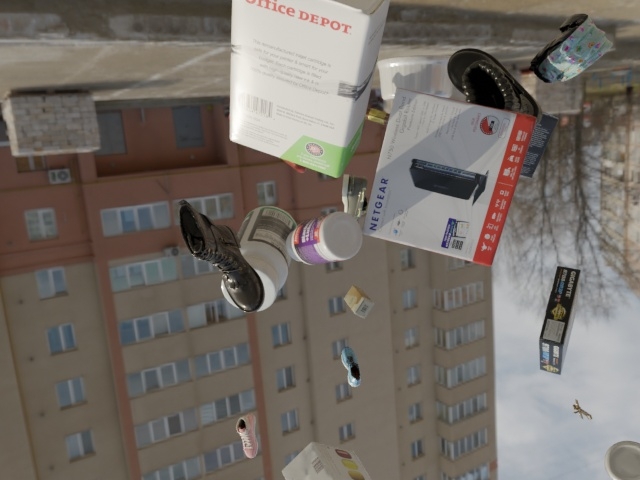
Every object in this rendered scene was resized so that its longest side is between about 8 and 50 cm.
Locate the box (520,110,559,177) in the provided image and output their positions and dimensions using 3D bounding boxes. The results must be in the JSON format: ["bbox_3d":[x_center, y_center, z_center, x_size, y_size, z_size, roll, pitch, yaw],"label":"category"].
[{"bbox_3d":[0.642,-0.327,1.817,0.108,0.207,0.153,11,-159,-15],"label":"box"}]

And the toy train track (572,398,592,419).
[{"bbox_3d":[0.607,0.401,1.319,0.014,0.048,0.083,-18,180,-1],"label":"toy train track"}]

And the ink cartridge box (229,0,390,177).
[{"bbox_3d":[-0.024,-0.257,0.844,0.198,0.273,0.114,21,-133,9],"label":"ink cartridge box"}]

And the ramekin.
[{"bbox_3d":[0.340,-0.567,1.995,0.277,0.135,0.277,-1,-169,0],"label":"ramekin"}]

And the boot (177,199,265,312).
[{"bbox_3d":[-0.237,0.045,1.301,0.091,0.263,0.229,-30,165,6],"label":"boot"}]

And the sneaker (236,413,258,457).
[{"bbox_3d":[-0.235,0.618,1.782,0.051,0.134,0.070,-10,164,21],"label":"sneaker"}]

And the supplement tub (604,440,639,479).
[{"bbox_3d":[0.804,0.597,1.427,0.117,0.190,0.117,-29,-145,23],"label":"supplement tub"}]

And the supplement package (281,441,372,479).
[{"bbox_3d":[0.028,0.707,1.674,0.244,0.134,0.139,36,-168,-48],"label":"supplement package"}]

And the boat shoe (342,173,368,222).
[{"bbox_3d":[0.133,-0.137,2.119,0.091,0.109,0.305,2,149,6],"label":"boat shoe"}]

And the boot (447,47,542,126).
[{"bbox_3d":[0.431,-0.427,1.526,0.260,0.131,0.348,-3,-137,-49],"label":"boot"}]

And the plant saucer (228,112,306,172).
[{"bbox_3d":[-0.093,-0.335,1.380,0.259,0.258,0.048,37,-153,11],"label":"plant saucer"}]

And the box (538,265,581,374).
[{"bbox_3d":[0.530,0.183,1.253,0.051,0.175,0.220,12,156,27],"label":"box"}]

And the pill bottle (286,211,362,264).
[{"bbox_3d":[0.000,0.000,1.304,0.108,0.108,0.193,-11,179,-33],"label":"pill bottle"}]

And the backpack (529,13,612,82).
[{"bbox_3d":[0.608,-0.460,1.360,0.115,0.152,0.182,38,179,0],"label":"backpack"}]

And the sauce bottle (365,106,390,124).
[{"bbox_3d":[0.172,-0.424,1.898,0.128,0.042,0.042,23,-161,16],"label":"sauce bottle"}]

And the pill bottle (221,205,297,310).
[{"bbox_3d":[-0.195,0.055,1.846,0.204,0.204,0.361,-3,-149,10],"label":"pill bottle"}]

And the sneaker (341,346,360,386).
[{"bbox_3d":[0.132,0.496,2.258,0.063,0.162,0.073,-8,148,-16],"label":"sneaker"}]

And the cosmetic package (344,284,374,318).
[{"bbox_3d":[0.120,0.191,1.774,0.041,0.060,0.115,29,-174,-22],"label":"cosmetic package"}]

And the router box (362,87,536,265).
[{"bbox_3d":[0.276,-0.141,1.261,0.301,0.335,0.082,14,-164,7],"label":"router box"}]
